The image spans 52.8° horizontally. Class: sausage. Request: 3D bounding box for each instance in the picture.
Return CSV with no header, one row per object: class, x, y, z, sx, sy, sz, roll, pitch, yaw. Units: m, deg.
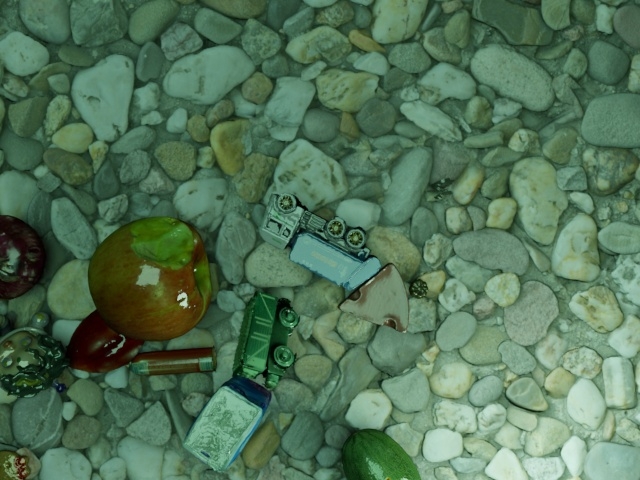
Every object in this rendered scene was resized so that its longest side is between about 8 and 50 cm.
sausage,-0.431,0.347,1.851,0.263,0.083,0.083,-4,87,2

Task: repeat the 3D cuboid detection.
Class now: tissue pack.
tissue pack,-0.246,0.481,1.747,0.146,0.263,0.198,34,88,2

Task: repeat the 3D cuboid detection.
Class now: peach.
peach,-0.634,0.284,1.844,0.279,0.068,0.189,-29,69,4

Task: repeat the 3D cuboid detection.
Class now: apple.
apple,-0.457,0.105,1.738,0.339,0.339,0.340,0,87,0

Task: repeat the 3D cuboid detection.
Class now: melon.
melon,0.175,0.651,1.778,0.182,0.182,0.288,-41,88,-2

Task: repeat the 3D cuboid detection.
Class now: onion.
onion,-0.889,0.052,1.817,0.246,0.190,0.247,-2,85,21

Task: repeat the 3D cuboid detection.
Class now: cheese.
cheese,0.179,0.190,1.828,0.203,0.128,0.177,-40,87,-3

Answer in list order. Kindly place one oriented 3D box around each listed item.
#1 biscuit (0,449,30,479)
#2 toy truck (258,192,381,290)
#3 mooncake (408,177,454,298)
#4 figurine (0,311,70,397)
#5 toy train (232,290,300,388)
biscuit,-0.953,0.663,1.858,0.225,0.036,0.166,16,86,1
toy truck,0.000,0.000,1.833,0.367,0.146,0.175,28,92,2
mooncake,0.323,-0.005,1.880,0.150,0.057,0.347,-4,93,-13
figurine,-0.880,0.297,1.808,0.381,0.186,0.261,31,77,8
toy train,-0.145,0.270,1.793,0.154,0.115,0.270,19,57,-16
